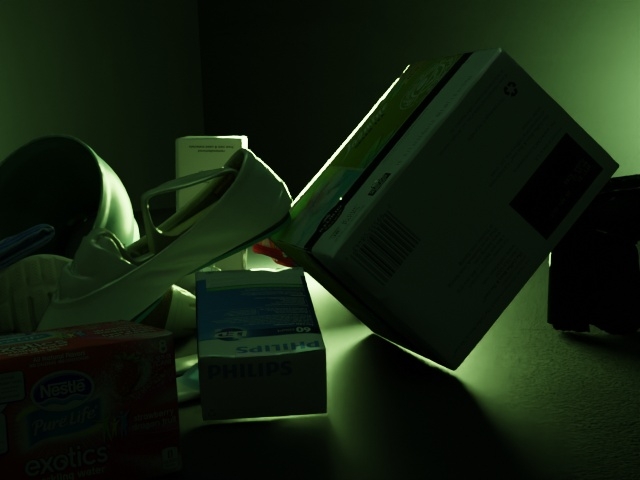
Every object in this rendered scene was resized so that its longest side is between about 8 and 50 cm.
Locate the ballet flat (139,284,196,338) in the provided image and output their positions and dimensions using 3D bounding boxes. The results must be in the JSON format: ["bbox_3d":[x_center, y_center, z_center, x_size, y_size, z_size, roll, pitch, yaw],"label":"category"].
[{"bbox_3d":[-0.240,0.096,1.847,0.124,0.116,0.342,16,-2,-13],"label":"ballet flat"}]

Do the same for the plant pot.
[{"bbox_3d":[-0.445,-0.016,2.268,0.293,0.293,0.196,1,-19,31],"label":"plant pot"}]

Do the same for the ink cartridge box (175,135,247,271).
[{"bbox_3d":[-0.186,-0.041,2.217,0.117,0.278,0.201,0,6,-1],"label":"ink cartridge box"}]

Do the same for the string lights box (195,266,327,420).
[{"bbox_3d":[-0.071,0.107,1.424,0.133,0.077,0.260,-2,18,-5],"label":"string lights box"}]

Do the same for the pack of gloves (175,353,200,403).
[{"bbox_3d":[-0.174,0.147,1.504,0.232,0.046,0.195,-8,9,-44],"label":"pack of gloves"}]

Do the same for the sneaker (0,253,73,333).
[{"bbox_3d":[-0.500,0.083,1.883,0.321,0.125,0.180,-8,9,-40],"label":"sneaker"}]

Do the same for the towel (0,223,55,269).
[{"bbox_3d":[-0.560,0.046,1.777,0.336,0.040,0.243,-11,13,29],"label":"towel"}]

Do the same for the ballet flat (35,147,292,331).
[{"bbox_3d":[-0.222,0.012,1.629,0.400,0.139,0.139,-34,15,-15],"label":"ballet flat"}]

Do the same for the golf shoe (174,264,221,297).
[{"bbox_3d":[-0.169,0.082,1.934,0.176,0.069,0.086,15,24,28],"label":"golf shoe"}]

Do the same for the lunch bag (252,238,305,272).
[{"bbox_3d":[0.000,0.000,2.206,0.258,0.120,0.293,14,0,-17],"label":"lunch bag"}]

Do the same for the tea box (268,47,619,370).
[{"bbox_3d":[0.143,-0.048,1.639,0.220,0.329,0.323,42,-8,-14],"label":"tea box"}]

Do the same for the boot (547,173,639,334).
[{"bbox_3d":[0.416,0.016,1.700,0.246,0.207,0.094,-6,5,11],"label":"boot"}]

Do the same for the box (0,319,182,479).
[{"bbox_3d":[-0.259,0.150,1.101,0.256,0.128,0.122,-7,7,-31],"label":"box"}]
